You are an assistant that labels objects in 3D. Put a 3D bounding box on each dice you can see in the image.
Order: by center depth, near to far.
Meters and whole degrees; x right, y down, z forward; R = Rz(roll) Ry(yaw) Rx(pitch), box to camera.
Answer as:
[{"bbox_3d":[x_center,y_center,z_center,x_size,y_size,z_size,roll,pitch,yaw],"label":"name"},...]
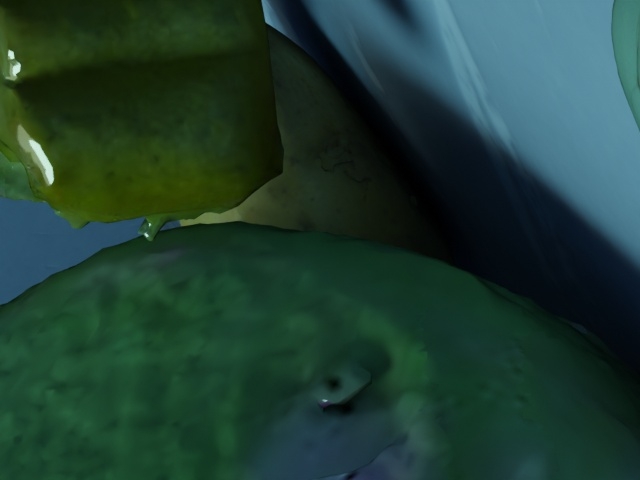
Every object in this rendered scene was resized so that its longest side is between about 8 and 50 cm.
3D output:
[{"bbox_3d":[-0.006,0.202,0.832,0.330,0.318,0.322,8,145,39],"label":"dice"}]

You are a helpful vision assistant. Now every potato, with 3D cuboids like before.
[{"bbox_3d":[-0.002,0.001,1.023,0.235,0.128,0.161,58,156,8],"label":"potato"}]

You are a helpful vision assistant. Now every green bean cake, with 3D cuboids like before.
[{"bbox_3d":[-0.108,-0.114,0.850,0.236,0.124,0.233,-178,78,-76],"label":"green bean cake"}]

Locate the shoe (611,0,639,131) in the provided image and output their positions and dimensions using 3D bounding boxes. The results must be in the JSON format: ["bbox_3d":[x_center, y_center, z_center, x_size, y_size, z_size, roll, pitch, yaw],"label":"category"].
[{"bbox_3d":[0.123,0.020,0.392,0.195,0.079,0.078,61,-174,-9],"label":"shoe"}]
